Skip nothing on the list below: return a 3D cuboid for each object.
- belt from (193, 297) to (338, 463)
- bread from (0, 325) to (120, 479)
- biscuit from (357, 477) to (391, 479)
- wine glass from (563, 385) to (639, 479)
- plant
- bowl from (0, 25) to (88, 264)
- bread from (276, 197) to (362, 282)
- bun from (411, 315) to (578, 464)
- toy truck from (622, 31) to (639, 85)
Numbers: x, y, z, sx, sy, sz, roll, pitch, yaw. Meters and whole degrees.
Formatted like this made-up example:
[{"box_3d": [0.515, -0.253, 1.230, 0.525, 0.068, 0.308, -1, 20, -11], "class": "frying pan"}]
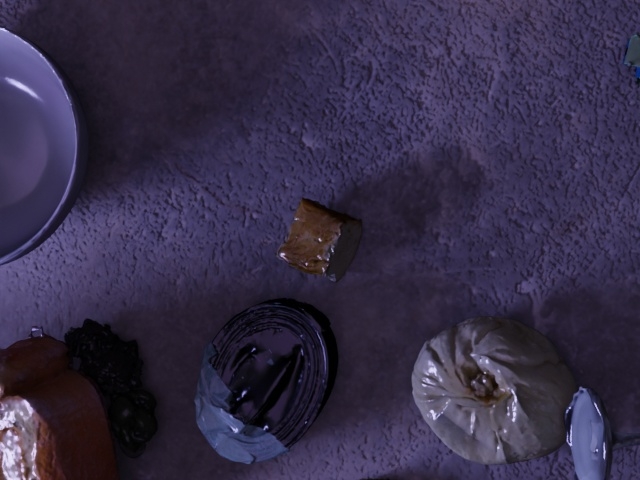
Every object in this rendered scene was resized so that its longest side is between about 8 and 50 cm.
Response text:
[{"box_3d": [-0.066, 0.161, 1.567, 0.151, 0.078, 0.198, 26, 95, 5], "class": "belt"}, {"box_3d": [-0.338, 0.228, 1.551, 0.190, 0.123, 0.244, 2, 106, 23], "class": "bread"}, {"box_3d": [0.055, 0.369, 1.540, 0.064, 0.034, 0.199, 4, 70, 8], "class": "biscuit"}, {"box_3d": [0.385, 0.206, 1.435, 0.232, 0.156, 0.156, -1, 90, -10], "class": "wine glass"}, {"box_3d": [-0.240, 0.169, 1.595, 0.085, 0.087, 0.174, -36, 78, 46], "class": "plant"}, {"box_3d": [-0.396, -0.106, 1.579, 0.287, 0.144, 0.287, 0, 90, 9], "class": "bowl"}, {"box_3d": [-0.001, 0.000, 1.561, 0.070, 0.076, 0.083, 26, 94, 19], "class": "bread"}, {"box_3d": [0.195, 0.169, 1.512, 0.188, 0.111, 0.164, 45, 98, 2], "class": "bun"}, {"box_3d": [0.423, -0.193, 1.492, 0.175, 0.081, 0.067, 14, 90, 8], "class": "toy truck"}]
